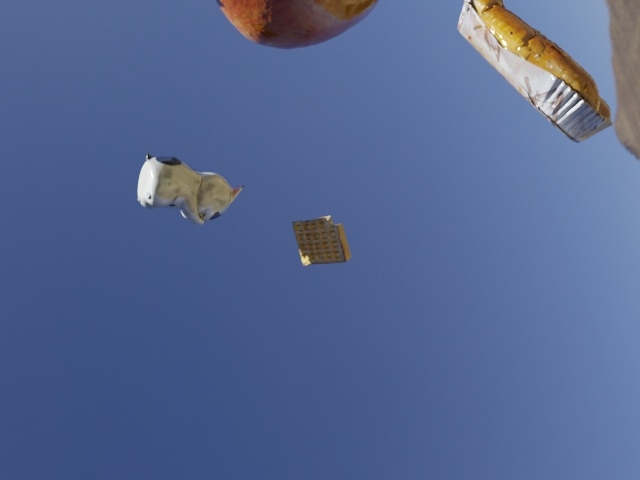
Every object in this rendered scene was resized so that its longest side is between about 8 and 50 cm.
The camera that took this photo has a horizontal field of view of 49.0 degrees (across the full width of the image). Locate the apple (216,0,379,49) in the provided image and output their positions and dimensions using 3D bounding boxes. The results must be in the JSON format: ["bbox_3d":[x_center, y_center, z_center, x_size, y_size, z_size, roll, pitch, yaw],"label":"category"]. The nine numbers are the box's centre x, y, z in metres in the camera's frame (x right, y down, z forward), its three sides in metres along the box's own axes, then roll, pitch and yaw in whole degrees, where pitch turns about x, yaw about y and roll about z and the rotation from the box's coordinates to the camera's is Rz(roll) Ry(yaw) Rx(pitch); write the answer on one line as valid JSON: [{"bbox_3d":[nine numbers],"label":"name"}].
[{"bbox_3d":[-0.027,-0.448,1.068,0.301,0.301,0.301,33,-135,-39],"label":"apple"}]

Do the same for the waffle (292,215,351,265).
[{"bbox_3d":[0.000,0.000,1.308,0.021,0.135,0.092,-17,-85,-38],"label":"waffle"}]

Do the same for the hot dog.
[{"bbox_3d":[0.266,-0.226,0.888,0.144,0.075,0.268,17,-145,-51],"label":"hot dog"}]

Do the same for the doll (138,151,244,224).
[{"bbox_3d":[-0.250,-0.090,1.306,0.181,0.110,0.107,21,-104,-30],"label":"doll"}]
